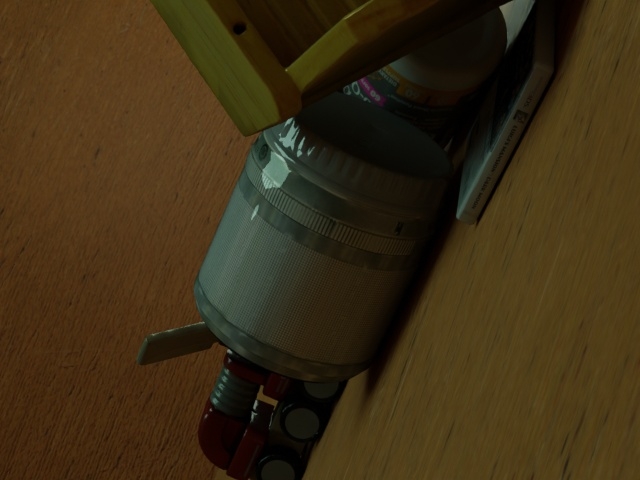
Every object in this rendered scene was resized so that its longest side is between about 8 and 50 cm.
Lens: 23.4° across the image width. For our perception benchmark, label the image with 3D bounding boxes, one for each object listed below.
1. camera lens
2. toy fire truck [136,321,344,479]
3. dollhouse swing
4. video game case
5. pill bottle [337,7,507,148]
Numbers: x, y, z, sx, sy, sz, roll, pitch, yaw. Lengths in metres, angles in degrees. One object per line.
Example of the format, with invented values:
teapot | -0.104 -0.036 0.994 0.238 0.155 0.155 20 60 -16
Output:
camera lens | 0.000 0.000 1.684 0.219 0.219 0.274 -77 10 -67
toy fire truck | -0.110 0.183 1.935 0.158 0.246 0.217 -76 10 -69
dollhouse swing | 0.045 -0.306 1.510 0.347 0.315 0.305 -29 -15 -22
video game case | 0.178 -0.128 1.472 0.190 0.022 0.173 -73 6 -60
pill bottle | 0.100 -0.182 1.807 0.278 0.162 0.162 118 173 -60
